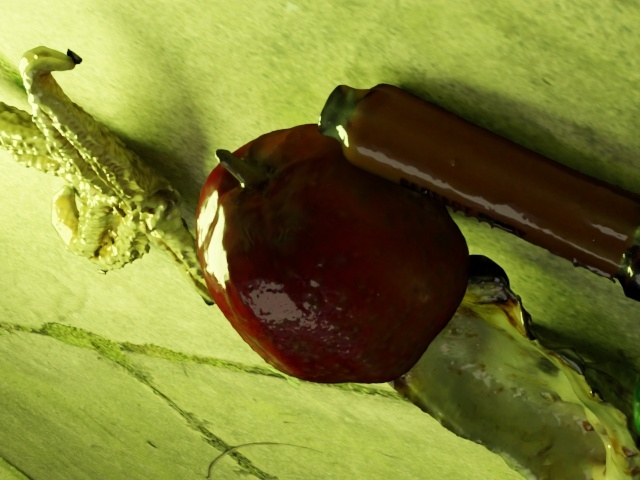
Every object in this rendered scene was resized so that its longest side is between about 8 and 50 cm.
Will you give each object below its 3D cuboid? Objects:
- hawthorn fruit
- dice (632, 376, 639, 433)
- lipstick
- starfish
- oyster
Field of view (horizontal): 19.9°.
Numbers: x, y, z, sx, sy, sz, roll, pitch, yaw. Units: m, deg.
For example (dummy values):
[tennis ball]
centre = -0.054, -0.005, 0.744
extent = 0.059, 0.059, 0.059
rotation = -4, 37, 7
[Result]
[hawthorn fruit]
centre = 0.000, 0.000, 1.462
extent = 0.215, 0.215, 0.250
rotation = 5, 143, 48
[dice]
centre = 0.327, 0.119, 1.389
extent = 0.128, 0.131, 0.120
rotation = 37, 158, -14
[lipstick]
centre = 0.191, -0.016, 1.334
extent = 0.418, 0.077, 0.077
rotation = 25, 159, 14
[starfish]
centre = -0.251, -0.078, 1.755
extent = 0.324, 0.082, 0.432
rotation = 19, 162, 36
[oyster]
centre = 0.214, 0.137, 1.639
extent = 0.361, 0.096, 0.221
rotation = 34, 154, -12
